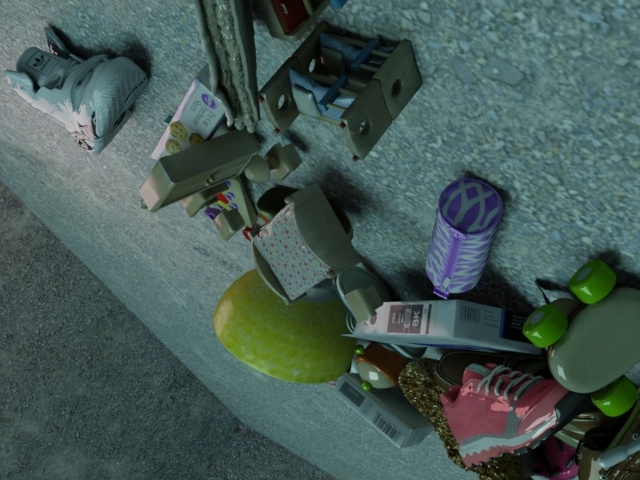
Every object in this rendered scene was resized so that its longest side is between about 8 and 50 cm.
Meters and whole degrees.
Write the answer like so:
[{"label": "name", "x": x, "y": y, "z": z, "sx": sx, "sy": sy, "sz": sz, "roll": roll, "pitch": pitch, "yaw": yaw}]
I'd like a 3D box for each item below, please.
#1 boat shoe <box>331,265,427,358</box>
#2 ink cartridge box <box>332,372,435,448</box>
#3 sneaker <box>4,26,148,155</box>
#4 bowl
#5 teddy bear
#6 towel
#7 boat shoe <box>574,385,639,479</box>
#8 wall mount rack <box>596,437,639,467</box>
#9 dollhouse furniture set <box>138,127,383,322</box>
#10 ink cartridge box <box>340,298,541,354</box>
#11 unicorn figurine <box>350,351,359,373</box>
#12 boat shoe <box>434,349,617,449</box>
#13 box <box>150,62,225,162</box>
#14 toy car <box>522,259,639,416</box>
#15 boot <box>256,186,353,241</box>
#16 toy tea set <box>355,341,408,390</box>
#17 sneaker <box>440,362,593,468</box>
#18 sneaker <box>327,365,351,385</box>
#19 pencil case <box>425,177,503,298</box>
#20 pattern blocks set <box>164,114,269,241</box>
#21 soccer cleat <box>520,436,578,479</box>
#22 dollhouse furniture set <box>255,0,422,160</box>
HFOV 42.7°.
[{"label": "boat shoe", "x": 0.098, "y": 0.130, "z": 1.486, "sx": 0.254, "sy": 0.095, "sz": 0.079, "roll": 37, "pitch": 156, "yaw": -34}, {"label": "ink cartridge box", "x": 0.154, "y": 0.353, "z": 1.728, "sx": 0.189, "sy": 0.066, "sz": 0.232, "roll": 36, "pitch": -175, "yaw": 29}, {"label": "sneaker", "x": -0.430, "y": -0.271, "z": 1.415, "sx": 0.210, "sy": 0.137, "sz": 0.366, "roll": 39, "pitch": 163, "yaw": -12}, {"label": "bowl", "x": -0.049, "y": 0.123, "z": 1.569, "sx": 0.289, "sy": 0.289, "sz": 0.156, "roll": 30, "pitch": 116, "yaw": 19}, {"label": "teddy bear", "x": 0.280, "y": 0.338, "z": 1.446, "sx": 0.245, "sy": 0.113, "sz": 0.338, "roll": 28, "pitch": -157, "yaw": -45}, {"label": "towel", "x": -0.106, "y": -0.261, "z": 0.882, "sx": 0.049, "sy": 0.187, "sz": 0.282, "roll": -7, "pitch": 151, "yaw": 0}, {"label": "boat shoe", "x": 0.411, "y": 0.309, "z": 1.159, "sx": 0.104, "sy": 0.307, "sz": 0.111, "roll": 38, "pitch": -158, "yaw": 5}, {"label": "wall mount rack", "x": 0.534, "y": 0.293, "z": 1.012, "sx": 0.304, "sy": 0.130, "sz": 0.350, "roll": -2, "pitch": 138, "yaw": 40}, {"label": "dollhouse furniture set", "x": -0.118, "y": 0.025, "z": 1.284, "sx": 0.356, "sy": 0.173, "sz": 0.303, "roll": 60, "pitch": 147, "yaw": 5}, {"label": "ink cartridge box", "x": 0.180, "y": 0.137, "z": 1.305, "sx": 0.165, "sy": 0.065, "sz": 0.332, "roll": 12, "pitch": 169, "yaw": -27}, {"label": "unicorn figurine", "x": 0.087, "y": 0.299, "z": 1.903, "sx": 0.162, "sy": 0.060, "sz": 0.111, "roll": 46, "pitch": 159, "yaw": -23}, {"label": "boat shoe", "x": 0.334, "y": 0.228, "z": 1.294, "sx": 0.324, "sy": 0.123, "sz": 0.120, "roll": 12, "pitch": 144, "yaw": 33}, {"label": "box", "x": -0.195, "y": -0.185, "z": 1.285, "sx": 0.067, "sy": 0.063, "sz": 0.324, "roll": 40, "pitch": 154, "yaw": -9}, {"label": "toy car", "x": 0.338, "y": 0.105, "z": 1.049, "sx": 0.155, "sy": 0.149, "sz": 0.188, "roll": 44, "pitch": -173, "yaw": -8}, {"label": "boot", "x": 0.000, "y": 0.000, "z": 1.387, "sx": 0.213, "sy": 0.077, "sz": 0.165, "roll": 24, "pitch": 156, "yaw": 44}, {"label": "toy tea set", "x": 0.201, "y": 0.319, "z": 1.667, "sx": 0.336, "sy": 0.124, "sz": 0.200, "roll": 30, "pitch": 158, "yaw": 18}, {"label": "sneaker", "x": 0.261, "y": 0.233, "z": 1.178, "sx": 0.136, "sy": 0.116, "sz": 0.314, "roll": 58, "pitch": 149, "yaw": 11}, {"label": "sneaker", "x": 0.035, "y": 0.232, "z": 1.821, "sx": 0.087, "sy": 0.128, "sz": 0.221, "roll": 16, "pitch": -172, "yaw": -20}, {"label": "pencil case", "x": 0.182, "y": 0.001, "z": 1.075, "sx": 0.086, "sy": 0.088, "sz": 0.206, "roll": 32, "pitch": 158, "yaw": 18}, {"label": "pattern blocks set", "x": -0.187, "y": -0.101, "z": 1.545, "sx": 0.285, "sy": 0.026, "sz": 0.325, "roll": 33, "pitch": 159, "yaw": 11}, {"label": "soccer cleat", "x": 0.432, "y": 0.402, "z": 1.527, "sx": 0.331, "sy": 0.143, "sz": 0.116, "roll": 120, "pitch": 139, "yaw": -53}, {"label": "dollhouse furniture set", "x": 0.003, "y": -0.203, "z": 0.871, "sx": 0.129, "sy": 0.129, "sz": 0.184, "roll": 23, "pitch": 155, "yaw": 34}]
